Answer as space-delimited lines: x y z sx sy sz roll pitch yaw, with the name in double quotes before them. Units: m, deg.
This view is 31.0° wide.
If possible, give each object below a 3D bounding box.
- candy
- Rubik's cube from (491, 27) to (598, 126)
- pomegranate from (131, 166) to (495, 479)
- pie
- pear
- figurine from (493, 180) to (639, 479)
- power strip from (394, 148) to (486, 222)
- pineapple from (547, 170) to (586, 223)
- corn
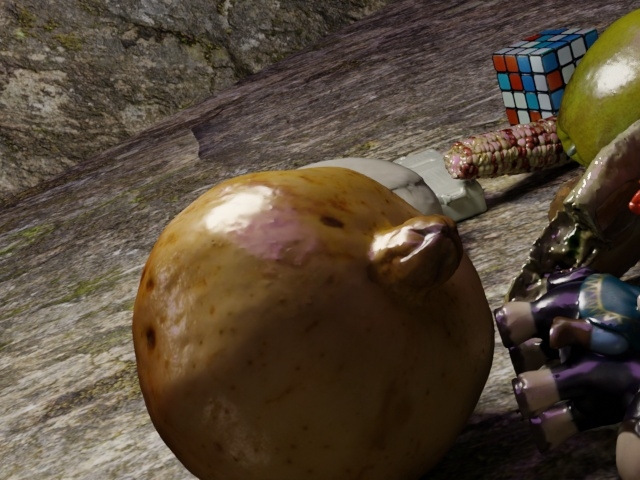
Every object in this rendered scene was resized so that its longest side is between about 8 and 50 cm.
"candy" 0.045 -0.027 1.809 0.295 0.185 0.295 -2 20 1
"Rubik's cube" 0.449 -0.315 2.238 0.151 0.154 0.155 -27 21 -21
"pomegranate" 0.006 0.089 1.198 0.410 0.410 0.410 -18 19 6
"pie" 0.334 -0.011 1.379 0.337 0.337 0.075 -31 64 -29
"pear" 0.520 -0.230 1.808 0.321 0.269 0.269 -35 16 11
"figurine" 0.374 0.080 1.146 0.411 0.241 0.306 -35 29 -13
"power strip" 0.201 -0.099 2.042 0.098 0.058 0.338 -22 20 -4
"pineapple" 0.433 -0.067 1.638 0.248 0.128 0.128 -29 21 -36
"corn" 0.329 -0.156 1.939 0.280 0.092 0.092 -11 12 -30
